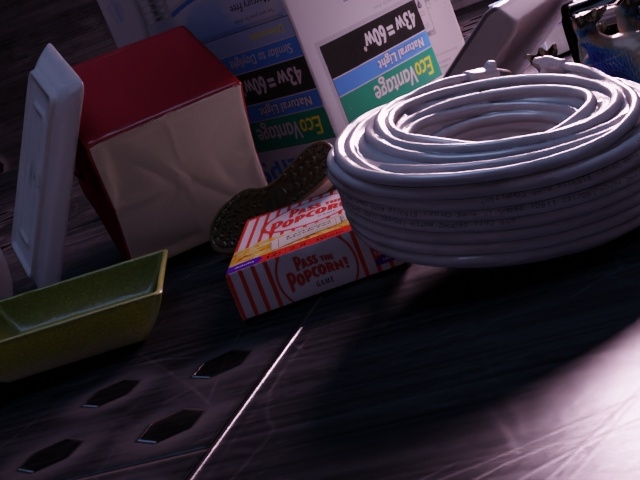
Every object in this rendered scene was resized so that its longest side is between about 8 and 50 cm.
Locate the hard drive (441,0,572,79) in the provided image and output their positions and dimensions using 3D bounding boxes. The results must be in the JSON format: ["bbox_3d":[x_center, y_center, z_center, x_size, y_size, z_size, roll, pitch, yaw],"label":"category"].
[{"bbox_3d":[0.210,-0.215,1.356,0.203,0.040,0.307,-58,-11,33],"label":"hard drive"}]

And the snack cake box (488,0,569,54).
[{"bbox_3d":[0.374,-0.354,1.803,0.152,0.089,0.264,-21,12,-2],"label":"snack cake box"}]

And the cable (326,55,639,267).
[{"bbox_3d":[0.133,-0.060,0.871,0.257,0.089,0.257,-18,22,-20],"label":"cable"}]

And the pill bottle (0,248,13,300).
[{"bbox_3d":[-0.484,0.083,1.199,0.169,0.169,0.301,-9,18,45],"label":"pill bottle"}]

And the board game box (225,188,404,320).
[{"bbox_3d":[0.000,0.000,1.027,0.147,0.045,0.193,-20,13,6],"label":"board game box"}]

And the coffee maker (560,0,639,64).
[{"bbox_3d":[0.376,-0.244,1.332,0.178,0.120,0.171,-18,-11,9],"label":"coffee maker"}]

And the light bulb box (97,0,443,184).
[{"bbox_3d":[-0.070,-0.263,1.521,0.358,0.361,0.225,-7,20,49],"label":"light bulb box"}]

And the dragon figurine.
[{"bbox_3d":[0.255,-0.120,1.004,0.085,0.144,0.289,-22,-4,-19],"label":"dragon figurine"}]

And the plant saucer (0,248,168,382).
[{"bbox_3d":[-0.227,0.073,1.072,0.188,0.045,0.188,-17,12,-2],"label":"plant saucer"}]

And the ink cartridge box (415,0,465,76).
[{"bbox_3d":[0.100,-0.320,1.659,0.117,0.283,0.207,-24,12,-11],"label":"ink cartridge box"}]

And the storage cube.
[{"bbox_3d":[-0.190,-0.109,1.357,0.215,0.183,0.193,-25,38,-15],"label":"storage cube"}]

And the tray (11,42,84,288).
[{"bbox_3d":[-0.313,-0.073,1.303,0.030,0.270,0.145,-2,27,-30],"label":"tray"}]

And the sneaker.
[{"bbox_3d":[-0.023,-0.032,1.185,0.086,0.064,0.192,13,-36,-43],"label":"sneaker"}]
